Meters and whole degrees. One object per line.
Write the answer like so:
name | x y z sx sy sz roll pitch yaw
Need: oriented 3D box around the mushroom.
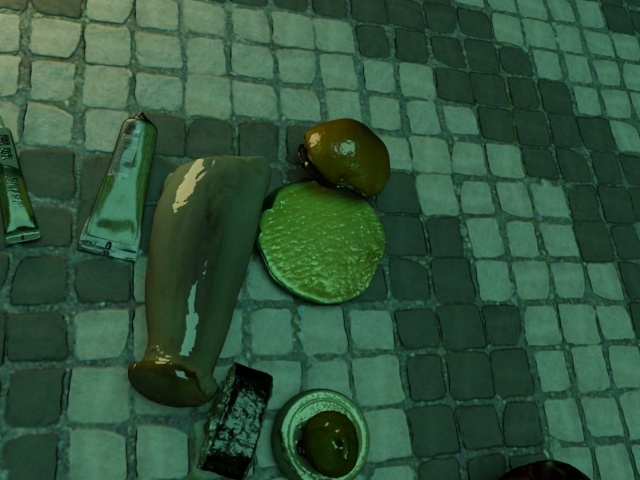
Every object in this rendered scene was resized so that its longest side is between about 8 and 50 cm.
mushroom | -0.180 0.033 0.928 0.154 0.137 0.407 23 57 -21

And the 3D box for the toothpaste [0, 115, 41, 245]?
toothpaste | -0.453 -0.091 0.936 0.049 0.031 0.204 -13 76 -23

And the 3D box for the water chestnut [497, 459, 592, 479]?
water chestnut | 0.338 0.442 0.879 0.289 0.244 0.288 6 69 -15

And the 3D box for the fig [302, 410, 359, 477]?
fig | 0.019 0.266 0.854 0.082 0.098 0.084 22 53 -10

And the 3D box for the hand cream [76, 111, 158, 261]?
hand cream | -0.300 -0.087 0.984 0.087 0.055 0.235 12 73 -12

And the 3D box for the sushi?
sushi | -0.117 0.247 0.885 0.078 0.090 0.150 20 65 -6

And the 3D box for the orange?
orange | 0.048 -0.146 1.080 0.160 0.112 0.170 40 41 17

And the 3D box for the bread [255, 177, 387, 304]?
bread | 0.000 0.000 1.059 0.229 0.033 0.228 8 65 -16

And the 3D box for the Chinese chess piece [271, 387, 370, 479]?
Chinese chess piece | 0.001 0.286 0.926 0.144 0.058 0.144 7 67 -16
